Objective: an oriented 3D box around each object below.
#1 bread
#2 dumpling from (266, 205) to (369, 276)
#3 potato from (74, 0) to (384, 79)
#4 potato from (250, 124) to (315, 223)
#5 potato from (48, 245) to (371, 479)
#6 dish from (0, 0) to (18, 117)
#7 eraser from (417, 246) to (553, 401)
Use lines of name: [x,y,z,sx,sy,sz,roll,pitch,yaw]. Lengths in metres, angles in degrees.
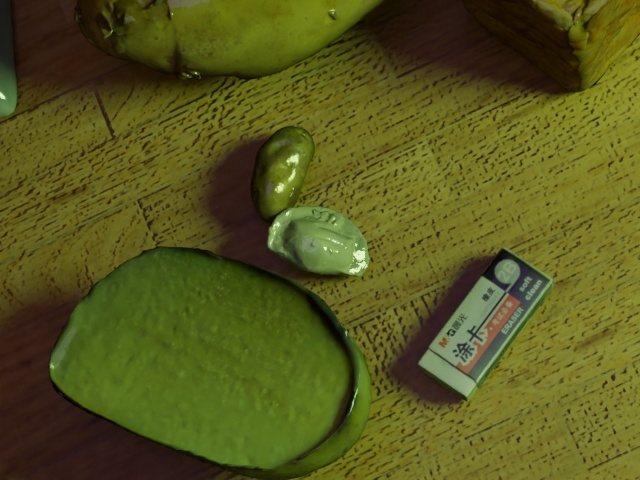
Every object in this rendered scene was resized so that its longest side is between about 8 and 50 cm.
bread: [0.207,-0.225,1.219,0.149,0.143,0.158,34,79,18]
dumpling: [0.000,-0.001,1.237,0.076,0.052,0.057,10,87,24]
potato: [-0.062,-0.225,1.269,0.300,0.140,0.173,-20,64,-1]
potato: [-0.035,-0.059,1.265,0.047,0.045,0.092,17,75,13]
potato: [-0.072,0.109,1.190,0.272,0.111,0.160,14,69,28]
dish: [-0.381,-0.223,1.361,0.182,0.080,0.243,-9,74,8]
eraser: [0.134,0.067,1.205,0.052,0.029,0.122,35,83,18]
